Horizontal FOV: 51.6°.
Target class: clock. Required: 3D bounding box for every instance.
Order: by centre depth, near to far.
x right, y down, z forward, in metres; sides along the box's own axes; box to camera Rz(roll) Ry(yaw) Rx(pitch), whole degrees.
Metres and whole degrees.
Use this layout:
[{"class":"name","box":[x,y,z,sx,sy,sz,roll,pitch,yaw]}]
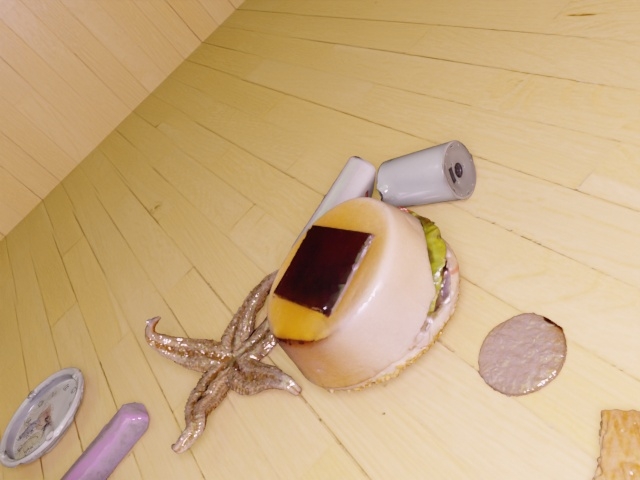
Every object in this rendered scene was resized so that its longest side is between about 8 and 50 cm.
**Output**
[{"class":"clock","box":[-0.580,0.380,1.409,0.236,0.053,0.237,-27,35,20]}]

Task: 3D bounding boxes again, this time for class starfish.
[{"class":"starfish","box":[-0.159,0.193,1.135,0.326,0.094,0.375,-1,45,20]}]

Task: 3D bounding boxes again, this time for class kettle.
[{"class":"kettle","box":[0.182,-0.118,1.135,0.148,0.098,0.127,-9,51,46]}]

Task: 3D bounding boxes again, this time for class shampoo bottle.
[{"class":"shampoo bottle","box":[0.000,0.000,1.153,0.284,0.071,0.153,-58,-9,-22]}]

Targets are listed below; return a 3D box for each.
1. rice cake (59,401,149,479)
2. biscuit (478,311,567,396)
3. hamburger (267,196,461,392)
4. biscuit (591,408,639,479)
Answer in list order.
[{"class":"rice cake","box":[-0.439,0.445,1.185,0.365,0.056,0.072,-51,32,-13]},{"class":"biscuit","box":[0.253,0.142,0.836,0.120,0.015,0.120,-27,36,23]},{"class":"hamburger","box":[0.061,0.080,0.971,0.302,0.170,0.302,-35,34,28]},{"class":"biscuit","box":[0.311,0.267,0.618,0.144,0.033,0.224,-8,47,39]}]
